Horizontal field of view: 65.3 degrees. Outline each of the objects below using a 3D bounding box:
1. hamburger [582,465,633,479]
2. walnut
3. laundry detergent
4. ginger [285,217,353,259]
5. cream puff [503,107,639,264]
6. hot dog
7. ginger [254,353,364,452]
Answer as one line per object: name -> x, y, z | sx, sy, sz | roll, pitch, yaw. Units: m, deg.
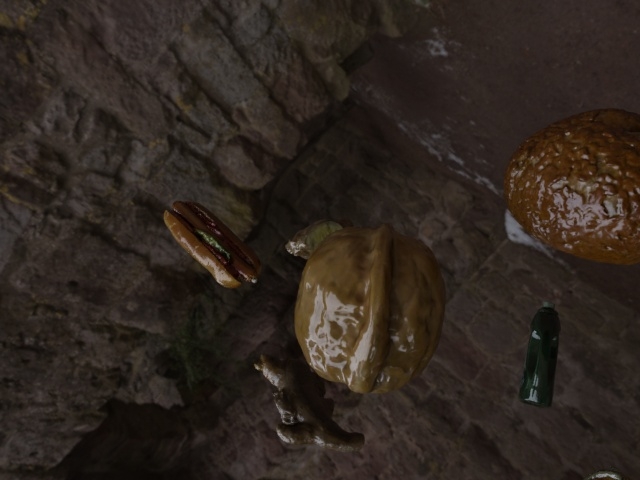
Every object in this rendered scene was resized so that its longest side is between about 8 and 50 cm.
hamburger -> 0.479, 0.447, 0.772 | 0.113, 0.177, 0.186 | 23, -132, -7
walnut -> 0.074, 0.097, 0.754 | 0.224, 0.257, 0.257 | 10, 180, 5
laundry detergent -> 0.446, 0.224, 1.003 | 0.063, 0.211, 0.137 | 10, 165, 25
ginger -> -0.005, 0.000, 1.026 | 0.213, 0.137, 0.074 | 159, 106, -81
cream puff -> 0.448, -0.097, 0.798 | 0.303, 0.212, 0.303 | 9, -151, -5
hot dog -> -0.187, 0.004, 0.877 | 0.235, 0.062, 0.092 | 37, -136, 24
ginger -> -0.045, 0.383, 1.177 | 0.333, 0.166, 0.080 | 51, 150, 43
